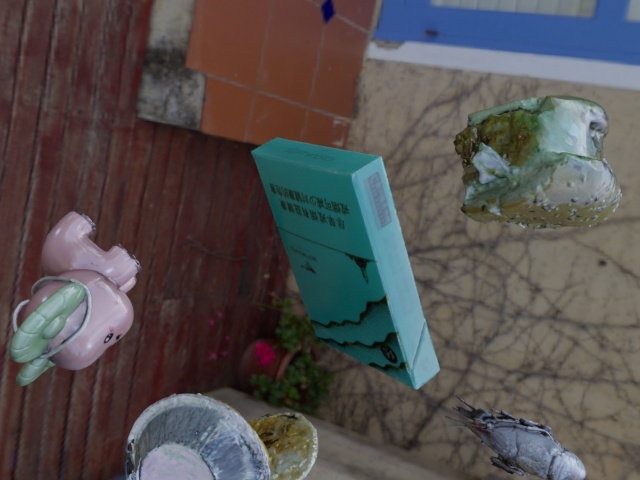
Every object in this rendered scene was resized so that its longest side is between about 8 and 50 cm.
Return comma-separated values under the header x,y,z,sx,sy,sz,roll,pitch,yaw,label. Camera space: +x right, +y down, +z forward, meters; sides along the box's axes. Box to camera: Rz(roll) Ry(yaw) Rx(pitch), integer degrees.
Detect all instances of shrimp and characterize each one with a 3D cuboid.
x,y,z,sx,sy,sz,roll,pitch,yaw,label
0.449,0.462,1.788,0.145,0.343,0.117,-17,126,-57,shrimp

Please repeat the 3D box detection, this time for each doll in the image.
x,y,z,sx,sy,sz,roll,pitch,yaw,label
-0.446,0.117,1.339,0.268,0.216,0.284,-50,176,-32,doll

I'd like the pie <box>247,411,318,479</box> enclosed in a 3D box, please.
x,y,z,sx,sy,sz,roll,pitch,yaw,label
-0.156,0.555,1.997,0.339,0.339,0.077,-44,123,-47,pie

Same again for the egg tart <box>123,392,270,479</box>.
x,y,z,sx,sy,sz,roll,pitch,yaw,label
-0.184,0.334,1.103,0.094,0.234,0.234,-18,118,-71,egg tart

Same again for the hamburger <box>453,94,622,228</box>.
x,y,z,sx,sy,sz,roll,pitch,yaw,label
0.321,-0.106,1.069,0.288,0.192,0.168,5,80,-38,hamburger

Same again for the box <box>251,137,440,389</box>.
x,y,z,sx,sy,sz,roll,pitch,yaw,label
0.022,0.019,0.731,0.042,0.161,0.226,-32,119,-25,box
